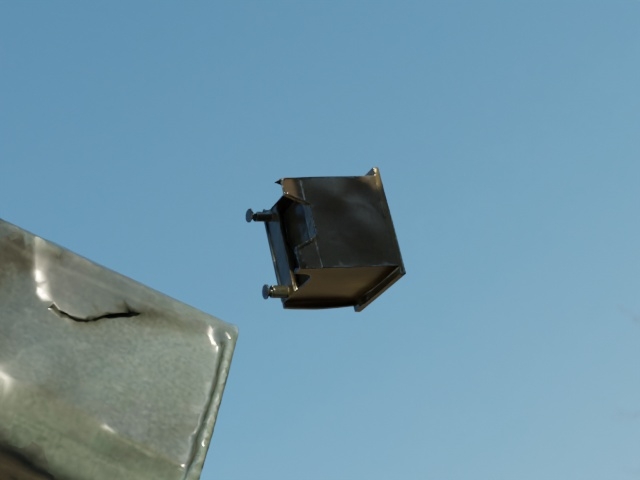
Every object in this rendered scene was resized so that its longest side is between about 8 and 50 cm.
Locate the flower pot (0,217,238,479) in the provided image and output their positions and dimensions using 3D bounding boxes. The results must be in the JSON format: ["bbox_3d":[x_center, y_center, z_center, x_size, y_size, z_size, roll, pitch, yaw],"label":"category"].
[{"bbox_3d":[-0.126,0.093,0.518,0.108,0.103,0.229,27,-57,-14],"label":"flower pot"}]

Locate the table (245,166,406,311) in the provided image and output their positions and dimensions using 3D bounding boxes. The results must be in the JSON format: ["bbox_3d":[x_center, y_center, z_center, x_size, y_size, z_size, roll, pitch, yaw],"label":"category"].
[{"bbox_3d":[0.000,0.000,1.134,0.082,0.083,0.070,-1,-24,-29],"label":"table"}]
